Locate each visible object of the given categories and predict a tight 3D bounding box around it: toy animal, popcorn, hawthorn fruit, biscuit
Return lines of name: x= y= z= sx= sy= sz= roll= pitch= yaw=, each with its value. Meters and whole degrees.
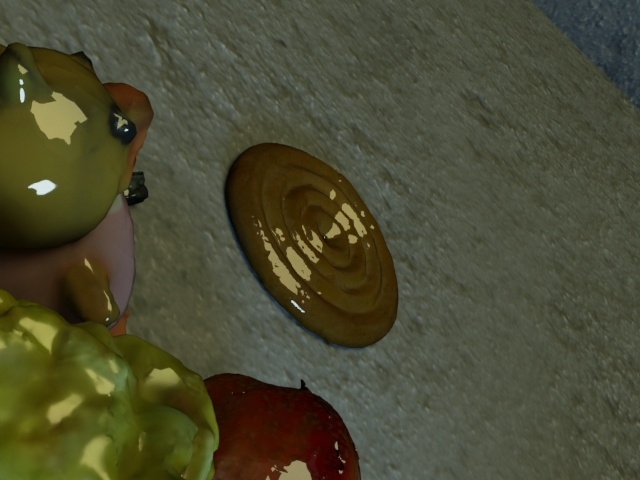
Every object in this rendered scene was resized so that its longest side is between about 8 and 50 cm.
toy animal: x=-0.208 y=-0.031 z=0.926 sx=0.169 sy=0.281 sz=0.195 roll=-21 pitch=57 yaw=-33
popcorn: x=-0.172 y=0.149 z=0.798 sx=0.242 sy=0.235 sz=0.250 roll=57 pitch=-3 yaw=9
hawthorn fruit: x=-0.071 y=0.211 z=0.988 sx=0.181 sy=0.181 sz=0.235 roll=52 pitch=42 yaw=-6
biscuit: x=0.001 y=0.000 z=1.426 sx=0.262 sy=0.037 sz=0.262 roll=36 pitch=34 yaw=-29

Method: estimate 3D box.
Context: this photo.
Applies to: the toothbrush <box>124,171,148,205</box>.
toothbrush: x=-0.244 y=-0.036 z=1.106 sx=0.297 sy=0.030 sz=0.030 roll=-12 pitch=80 yaw=-60
